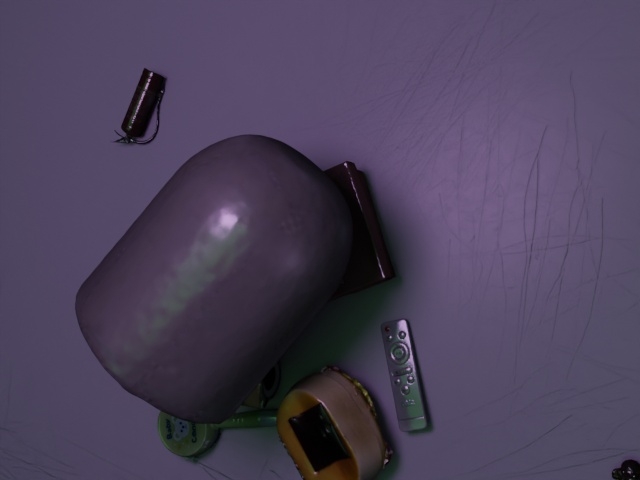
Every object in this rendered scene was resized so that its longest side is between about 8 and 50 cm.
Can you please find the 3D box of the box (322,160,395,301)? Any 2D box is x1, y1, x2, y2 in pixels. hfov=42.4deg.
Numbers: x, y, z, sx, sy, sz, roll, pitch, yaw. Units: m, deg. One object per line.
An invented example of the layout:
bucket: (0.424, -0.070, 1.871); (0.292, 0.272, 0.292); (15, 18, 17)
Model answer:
box: (0.000, 0.000, 1.416); (0.215, 0.086, 0.215); (-22, 80, 21)

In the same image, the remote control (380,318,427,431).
remote control: (0.141, 0.224, 1.381); (0.049, 0.027, 0.184); (-14, 78, 21)

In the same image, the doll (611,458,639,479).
doll: (0.509, 0.382, 1.200); (0.139, 0.057, 0.165); (-46, 67, 19)

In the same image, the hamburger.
hamburger: (0.021, 0.322, 1.386); (0.173, 0.116, 0.210); (-39, 78, 26)

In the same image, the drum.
drum: (-0.187, 0.312, 1.506); (0.253, 0.049, 0.130); (-26, 78, 20)

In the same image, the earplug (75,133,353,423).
earplug: (-0.136, 0.035, 1.268); (0.312, 0.312, 0.394); (45, 102, 18)

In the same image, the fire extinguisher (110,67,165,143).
fire extinguisher: (-0.343, -0.249, 1.599); (0.078, 0.045, 0.157); (24, 97, 0)

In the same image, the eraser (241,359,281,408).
eraser: (-0.216, 0.199, 1.502); (0.290, 0.087, 0.171); (5, 89, 23)
